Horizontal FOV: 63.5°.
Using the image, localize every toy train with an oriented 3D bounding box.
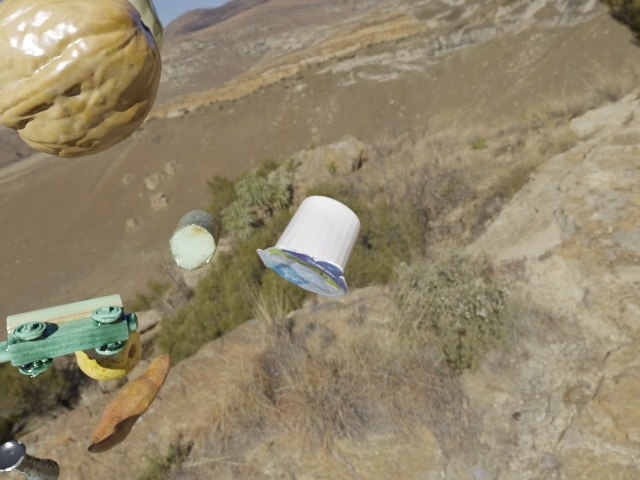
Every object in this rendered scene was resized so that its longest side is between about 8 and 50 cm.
[{"bbox_3d":[-0.565,0.195,1.162,0.285,0.116,0.177,-12,25,-26],"label":"toy train"}]

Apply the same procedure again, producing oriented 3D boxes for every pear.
[{"bbox_3d":[-0.589,0.300,1.428,0.177,0.178,0.178,-14,22,6],"label":"pear"}]

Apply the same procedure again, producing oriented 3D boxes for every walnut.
[{"bbox_3d":[-0.442,-0.302,0.923,0.312,0.277,0.252,-33,63,-4],"label":"walnut"}]

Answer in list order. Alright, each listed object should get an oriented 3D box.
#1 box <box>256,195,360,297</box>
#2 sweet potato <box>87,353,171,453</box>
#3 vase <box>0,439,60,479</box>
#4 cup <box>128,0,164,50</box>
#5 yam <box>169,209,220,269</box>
[{"bbox_3d":[0.000,0.000,1.392,0.291,0.262,0.207,-24,38,61],"label":"box"},{"bbox_3d":[-0.517,0.446,1.398,0.095,0.106,0.355,33,35,0],"label":"sweet potato"},{"bbox_3d":[-0.572,0.440,1.012,0.059,0.167,0.059,1,55,-1],"label":"vase"},{"bbox_3d":[-0.472,-0.468,1.096,0.173,0.202,0.255,32,60,33],"label":"cup"},{"bbox_3d":[-0.447,-0.011,1.861,0.167,0.168,0.304,-17,17,-2],"label":"yam"}]
